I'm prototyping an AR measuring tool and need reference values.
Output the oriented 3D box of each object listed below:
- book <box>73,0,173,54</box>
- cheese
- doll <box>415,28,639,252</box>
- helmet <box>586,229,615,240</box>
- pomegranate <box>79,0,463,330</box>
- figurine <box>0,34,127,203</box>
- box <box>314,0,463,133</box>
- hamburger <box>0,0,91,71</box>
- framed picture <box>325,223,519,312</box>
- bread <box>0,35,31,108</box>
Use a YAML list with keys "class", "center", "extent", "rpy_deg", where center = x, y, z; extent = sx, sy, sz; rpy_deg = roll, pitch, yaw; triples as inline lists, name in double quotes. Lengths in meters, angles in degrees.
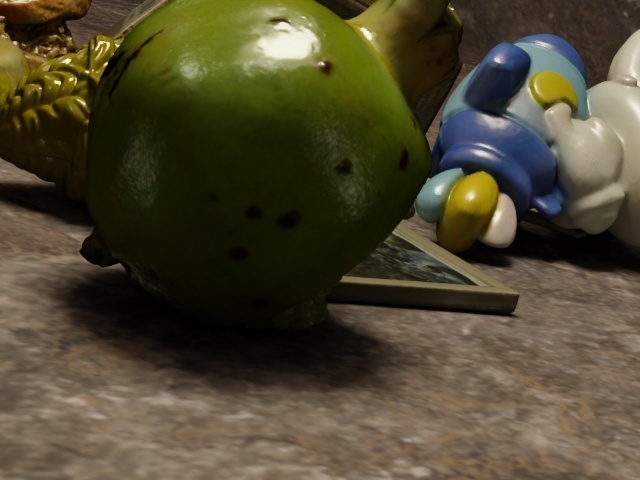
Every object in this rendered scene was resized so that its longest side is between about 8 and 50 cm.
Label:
- class: "book"
  center: [-0.216, -0.240, 1.751]
  extent: [0.021, 0.310, 0.217]
  rpy_deg: [54, 4, -14]
- class: "cheese"
  center: [0.203, -0.035, 1.695]
  extent: [0.192, 0.037, 0.097]
  rpy_deg: [21, 18, 33]
- class: "doll"
  center: [0.258, -0.104, 1.600]
  extent: [0.366, 0.187, 0.376]
  rpy_deg: [4, 27, -15]
- class: "helmet"
  center: [0.306, -0.040, 1.728]
  extent: [0.098, 0.070, 0.123]
  rpy_deg: [-2, 46, -16]
- class: "pomegranate"
  center: [-0.025, -0.084, 1.122]
  extent: [0.260, 0.340, 0.260]
  rpy_deg: [43, -2, 2]
- class: "figurine"
  center: [-0.297, -0.103, 1.359]
  extent: [0.315, 0.168, 0.187]
  rpy_deg: [0, 54, -8]
- class: "box"
  center: [0.000, -0.202, 1.775]
  extent: [0.273, 0.184, 0.143]
  rpy_deg: [27, 10, -8]
- class: "hamburger"
  center: [-0.391, -0.297, 1.935]
  extent: [0.260, 0.211, 0.245]
  rpy_deg: [1, 11, -25]
- class: "framed picture"
  center: [0.000, 0.000, 1.402]
  extent: [0.240, 0.020, 0.324]
  rpy_deg: [5, 14, -25]
- class: "bread"
  center: [-0.398, -0.163, 1.556]
  extent: [0.213, 0.104, 0.213]
  rpy_deg: [14, 15, -4]
